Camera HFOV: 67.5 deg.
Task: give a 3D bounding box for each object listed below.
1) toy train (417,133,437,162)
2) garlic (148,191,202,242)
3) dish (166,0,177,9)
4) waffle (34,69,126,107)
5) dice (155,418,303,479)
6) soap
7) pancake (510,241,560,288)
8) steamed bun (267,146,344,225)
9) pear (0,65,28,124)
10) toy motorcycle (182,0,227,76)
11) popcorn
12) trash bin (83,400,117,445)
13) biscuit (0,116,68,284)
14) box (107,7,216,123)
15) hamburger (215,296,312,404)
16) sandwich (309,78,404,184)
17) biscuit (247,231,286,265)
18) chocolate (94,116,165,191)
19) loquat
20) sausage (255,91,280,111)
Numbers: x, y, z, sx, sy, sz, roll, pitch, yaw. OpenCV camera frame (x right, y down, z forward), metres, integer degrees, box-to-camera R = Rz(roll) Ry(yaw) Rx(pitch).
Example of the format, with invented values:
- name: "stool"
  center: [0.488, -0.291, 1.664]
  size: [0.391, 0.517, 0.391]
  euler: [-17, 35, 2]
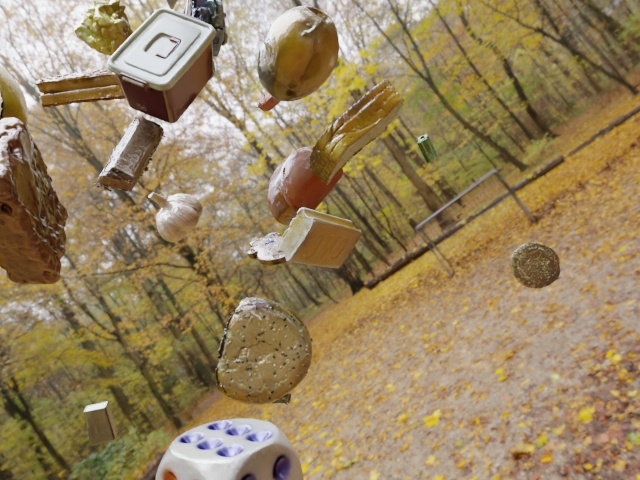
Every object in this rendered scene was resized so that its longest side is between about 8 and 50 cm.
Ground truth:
- name: "toy train"
  center: [0.346, -0.297, 1.558]
  size: [0.038, 0.093, 0.056]
  euler: [-21, 18, 29]
- name: "garlic"
  center: [-0.590, -0.122, 1.903]
  size: [0.218, 0.212, 0.219]
  euler: [-33, 31, 23]
- name: "dish"
  center: [-0.492, -0.933, 1.683]
  size: [0.151, 0.212, 0.077]
  euler: [-24, -42, 31]
- name: "waffle"
  center: [-0.729, -0.510, 1.570]
  size: [0.308, 0.091, 0.213]
  euler: [-1, 26, 12]
- name: "dice"
  center: [-0.213, 0.584, 1.131]
  size: [0.259, 0.251, 0.243]
  euler: [-5, 0, 41]
- name: "soap"
  center: [0.000, 0.000, 1.580]
  size: [0.274, 0.089, 0.173]
  euler: [11, -63, -52]
- name: "pancake"
  center: [0.499, 0.057, 1.110]
  size: [0.115, 0.115, 0.011]
  euler: [-36, -5, 4]
- name: "steamed bun"
  center: [-0.088, -0.259, 2.140]
  size: [0.379, 0.248, 0.235]
  euler: [-52, 8, -32]
- name: "pear"
  center: [-1.081, -0.403, 1.505]
  size: [0.340, 0.386, 0.191]
  euler: [-56, -13, 2]
- name: "toy motorcycle"
  center: [-0.466, -0.824, 1.918]
  size: [0.182, 0.241, 0.319]
  euler: [6, -60, -24]
- name: "popcorn"
  center: [-0.741, -0.740, 1.668]
  size: [0.187, 0.167, 0.186]
  euler: [-9, 57, 52]
- name: "trash bin"
  center: [-0.558, 0.461, 1.214]
  size: [0.060, 0.092, 0.043]
  euler: [-10, 11, -10]
- name: "biscuit"
  center: [-0.860, -0.100, 1.353]
  size: [0.166, 0.343, 0.395]
  euler: [-10, -47, -10]
- name: "box"
  center: [-0.426, -0.483, 1.344]
  size: [0.167, 0.193, 0.294]
  euler: [99, -165, -60]
- name: "hamburger"
  center: [-0.161, 0.347, 1.495]
  size: [0.195, 0.276, 0.318]
  euler: [76, -155, -81]
- name: "sandwich"
  center: [0.075, -0.232, 1.032]
  size: [0.214, 0.065, 0.186]
  euler: [-43, -2, -17]
- name: "biscuit"
  center: [-0.170, 0.025, 1.708]
  size: [0.179, 0.039, 0.236]
  euler: [-23, 28, -17]
- name: "chocolate"
  center: [-0.489, -0.235, 1.252]
  size: [0.329, 0.102, 0.065]
  euler: [-91, 22, -50]
- name: "loquat"
  center: [-0.055, -0.444, 1.157]
  size: [0.227, 0.179, 0.179]
  euler: [-53, -11, 29]
- name: "sausage"
  center: [-0.173, -0.547, 1.804]
  size: [0.169, 0.065, 0.065]
  euler: [-42, -4, 7]
